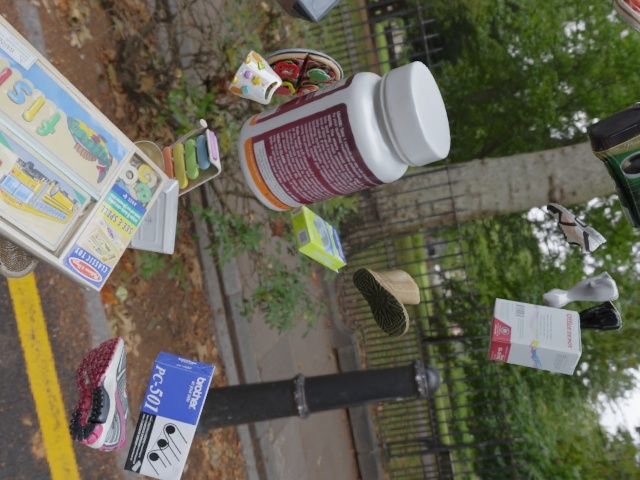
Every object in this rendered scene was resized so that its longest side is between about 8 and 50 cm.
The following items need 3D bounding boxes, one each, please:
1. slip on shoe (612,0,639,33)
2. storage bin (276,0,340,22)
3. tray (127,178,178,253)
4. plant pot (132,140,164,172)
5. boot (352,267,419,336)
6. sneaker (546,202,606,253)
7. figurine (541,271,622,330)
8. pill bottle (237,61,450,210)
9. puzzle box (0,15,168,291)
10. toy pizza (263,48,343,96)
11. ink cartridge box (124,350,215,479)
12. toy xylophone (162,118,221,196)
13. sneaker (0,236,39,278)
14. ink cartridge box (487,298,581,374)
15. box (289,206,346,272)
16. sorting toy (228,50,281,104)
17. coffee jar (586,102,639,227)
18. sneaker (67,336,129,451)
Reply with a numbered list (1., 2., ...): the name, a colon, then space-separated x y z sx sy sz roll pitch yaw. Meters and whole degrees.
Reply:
1. slip on shoe: 0.724 -0.555 1.147 0.331 0.123 0.101 -53 -178 -30
2. storage bin: -0.015 -0.355 0.714 0.098 0.091 0.135 41 3 -37
3. tray: -0.487 -0.065 1.510 0.030 0.145 0.270 -91 -166 -52
4. plant pot: -0.441 -0.120 1.204 0.236 0.032 0.236 -59 166 -24
5. boot: 0.234 0.174 1.579 0.270 0.089 0.236 11 43 -56
6. sneaker: 0.409 -0.021 0.870 0.040 0.043 0.109 16 28 -47
7. figurine: 0.785 0.205 1.613 0.092 0.210 0.214 -89 156 -53
8. pill bottle: 0.046 -0.207 1.090 0.224 0.392 0.223 28 56 -52
9. puzzle box: -0.465 -0.130 0.886 0.409 0.052 0.272 49 54 -42
10. toy pizza: -0.048 -0.378 1.235 0.201 0.201 0.032 47 43 -71
11. ink cartridge box: -0.257 0.302 0.904 0.046 0.097 0.207 -104 -147 -79
12. toy xylophone: -0.442 -0.253 1.692 0.081 0.323 0.236 21 43 -55
13. sneaker: -0.616 -0.056 1.055 0.099 0.153 0.282 -4 80 -36
14. ink cartridge box: 0.463 0.208 1.156 0.127 0.175 0.072 -63 155 -46
15. box: 0.000 0.000 1.250 0.178 0.042 0.109 33 35 -52
16. sorting toy: -0.113 -0.286 0.954 0.075 0.083 0.045 32 8 -12
17. coffee jar: 0.498 -0.118 0.832 0.184 0.096 0.079 57 29 -12
18. sneaker: -0.520 0.366 1.284 0.112 0.121 0.299 53 17 -40
